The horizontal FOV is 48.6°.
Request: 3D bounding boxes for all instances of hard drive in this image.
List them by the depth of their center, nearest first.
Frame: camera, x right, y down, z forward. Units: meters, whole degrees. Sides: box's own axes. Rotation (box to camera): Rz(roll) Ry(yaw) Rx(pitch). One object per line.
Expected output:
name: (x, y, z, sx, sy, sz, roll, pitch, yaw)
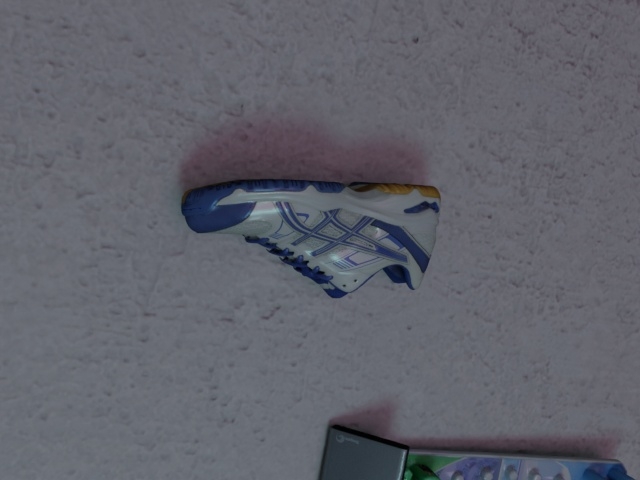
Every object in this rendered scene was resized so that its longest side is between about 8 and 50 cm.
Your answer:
hard drive: (0.046, 0.293, 0.827, 0.094, 0.022, 0.135, 11, 93, 20)

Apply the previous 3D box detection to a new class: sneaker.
sneaker: (0.000, 0.000, 0.751, 0.296, 0.112, 0.131, 1, 97, -23)

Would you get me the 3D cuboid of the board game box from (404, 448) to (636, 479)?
board game box: (0.220, 0.474, 0.923, 0.390, 0.050, 0.390, 9, 95, -20)
